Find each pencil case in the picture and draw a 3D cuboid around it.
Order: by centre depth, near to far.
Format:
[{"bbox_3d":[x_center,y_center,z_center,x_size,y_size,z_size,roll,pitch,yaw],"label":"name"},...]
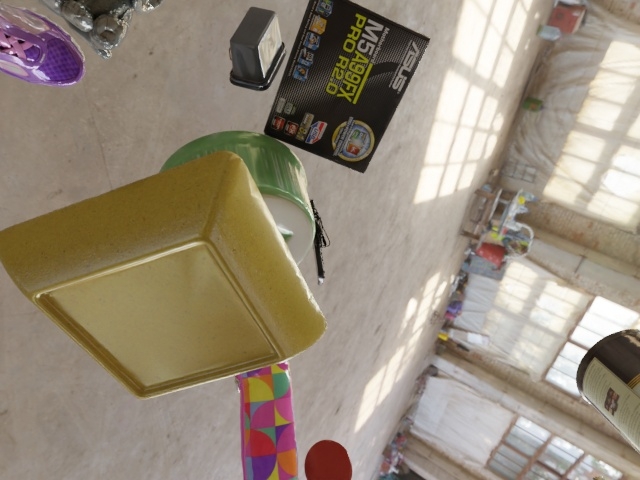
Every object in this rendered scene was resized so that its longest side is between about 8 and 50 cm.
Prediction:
[{"bbox_3d":[-0.094,0.318,0.753,0.104,0.104,0.237,31,48,-66],"label":"pencil case"}]

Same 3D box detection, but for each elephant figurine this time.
[{"bbox_3d":[-0.337,-0.447,0.742,0.240,0.186,0.169,-56,136,-5],"label":"elephant figurine"}]

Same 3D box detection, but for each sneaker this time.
[{"bbox_3d":[-0.406,-0.255,0.540,0.236,0.104,0.095,25,106,-49],"label":"sneaker"}]

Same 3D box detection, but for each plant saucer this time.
[{"bbox_3d":[-0.191,0.088,0.581,0.081,0.332,0.333,-97,166,-52],"label":"plant saucer"}]

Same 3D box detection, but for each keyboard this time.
[{"bbox_3d":[0.000,0.000,1.017,0.100,0.038,0.192,95,-13,-70],"label":"keyboard"}]

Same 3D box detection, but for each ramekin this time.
[{"bbox_3d":[-0.156,-0.039,0.847,0.303,0.148,0.304,-12,139,-10],"label":"ramekin"}]

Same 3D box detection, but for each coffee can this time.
[{"bbox_3d":[0.671,0.329,0.853,0.275,0.201,0.202,-107,-147,-69],"label":"coffee can"}]

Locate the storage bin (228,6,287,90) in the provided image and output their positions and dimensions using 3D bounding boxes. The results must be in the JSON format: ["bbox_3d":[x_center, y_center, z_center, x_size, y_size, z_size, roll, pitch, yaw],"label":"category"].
[{"bbox_3d":[-0.128,-0.371,0.846,0.091,0.098,0.135,91,17,-61],"label":"storage bin"}]

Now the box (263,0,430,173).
[{"bbox_3d":[0.040,-0.285,0.819,0.060,0.216,0.270,-86,-161,-59],"label":"box"}]

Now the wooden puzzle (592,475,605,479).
[{"bbox_3d":[0.258,0.238,0.379,0.083,0.049,0.006,-62,165,-67],"label":"wooden puzzle"}]

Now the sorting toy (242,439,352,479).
[{"bbox_3d":[-0.107,0.588,1.055,0.365,0.127,0.126,-10,151,-22],"label":"sorting toy"}]
